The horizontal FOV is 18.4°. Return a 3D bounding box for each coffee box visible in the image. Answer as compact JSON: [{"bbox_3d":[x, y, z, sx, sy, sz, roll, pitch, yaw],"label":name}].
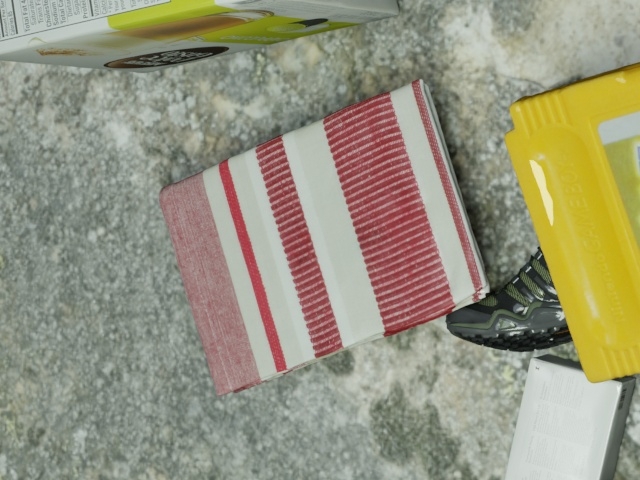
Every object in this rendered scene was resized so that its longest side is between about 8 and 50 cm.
[{"bbox_3d":[-0.155,-0.365,1.989,0.334,0.337,0.338,-10,88,25],"label":"coffee box"}]

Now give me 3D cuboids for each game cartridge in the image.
[{"bbox_3d":[0.348,-0.031,1.794,0.323,0.052,0.285,-16,99,29],"label":"game cartridge"}]

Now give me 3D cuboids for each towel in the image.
[{"bbox_3d":[0.000,0.000,2.029,0.329,0.037,0.237,-22,78,25],"label":"towel"}]

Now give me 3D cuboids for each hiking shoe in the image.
[{"bbox_3d":[0.232,0.043,1.971,0.227,0.086,0.114,-11,71,22],"label":"hiking shoe"}]

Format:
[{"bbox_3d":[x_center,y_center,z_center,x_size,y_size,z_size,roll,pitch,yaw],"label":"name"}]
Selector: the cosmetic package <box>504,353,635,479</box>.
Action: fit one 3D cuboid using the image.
[{"bbox_3d":[0.238,0.241,1.973,0.099,0.060,0.239,15,98,22],"label":"cosmetic package"}]
